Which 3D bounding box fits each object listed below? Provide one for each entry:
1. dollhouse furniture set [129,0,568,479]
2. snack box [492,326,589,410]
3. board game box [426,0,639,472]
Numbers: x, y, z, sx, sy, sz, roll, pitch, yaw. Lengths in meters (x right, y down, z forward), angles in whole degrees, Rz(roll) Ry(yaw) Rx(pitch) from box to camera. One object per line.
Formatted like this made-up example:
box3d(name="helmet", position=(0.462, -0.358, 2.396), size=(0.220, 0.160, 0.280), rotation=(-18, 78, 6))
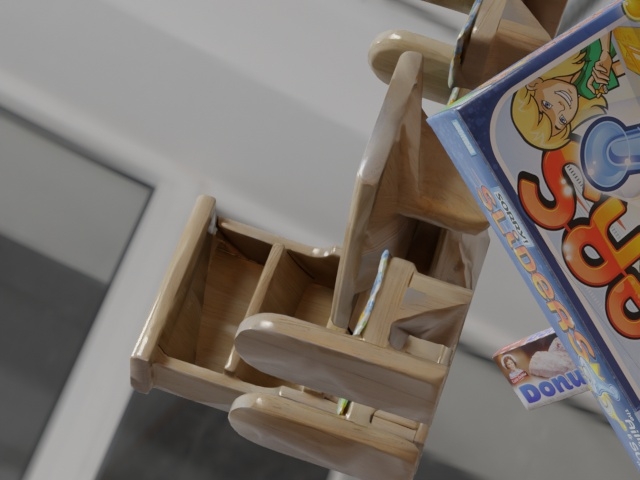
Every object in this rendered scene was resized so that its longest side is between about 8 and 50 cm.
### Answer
box3d(name="dollhouse furniture set", position=(0.000, 0.000, 1.523), size=(0.256, 0.362, 0.394), rotation=(18, -29, 5))
box3d(name="snack box", position=(0.233, 0.104, 1.751), size=(0.064, 0.022, 0.178), rotation=(55, -39, -6))
box3d(name="board game box", position=(0.150, 0.003, 0.752), size=(0.201, 0.136, 0.035), rotation=(58, -15, -5))
